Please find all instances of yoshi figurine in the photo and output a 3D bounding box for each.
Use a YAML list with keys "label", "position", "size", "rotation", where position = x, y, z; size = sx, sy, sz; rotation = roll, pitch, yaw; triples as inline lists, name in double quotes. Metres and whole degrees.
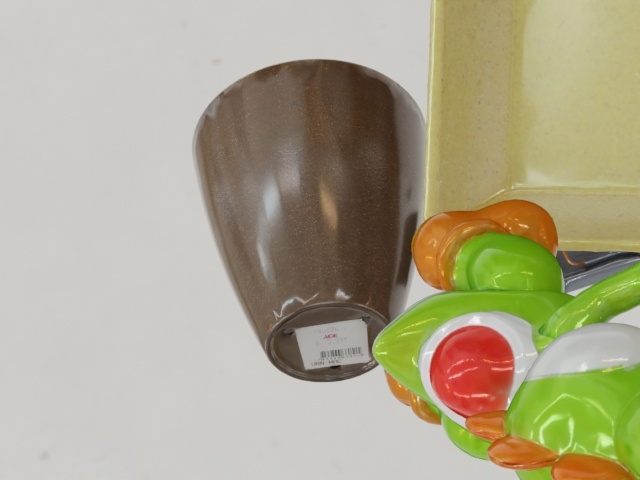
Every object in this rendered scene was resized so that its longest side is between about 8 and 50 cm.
- label: "yoshi figurine"
  position: [0.180, 0.089, 0.900]
  size: [0.203, 0.362, 0.203]
  rotation: [-39, 111, -4]

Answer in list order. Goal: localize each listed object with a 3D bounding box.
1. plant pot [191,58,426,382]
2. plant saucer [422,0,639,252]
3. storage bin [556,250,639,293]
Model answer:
- label: "plant pot"
  position: [0.000, 0.000, 1.288]
  size: [0.215, 0.230, 0.215]
  rotation: [-4, 139, -3]
- label: "plant saucer"
  position: [0.245, -0.156, 1.092]
  size: [0.333, 0.081, 0.332]
  rotation: [2, 89, 32]
- label: "storage bin"
  position: [0.240, -0.007, 1.395]
  size: [0.135, 0.098, 0.091]
  rotation: [-24, 74, 42]
